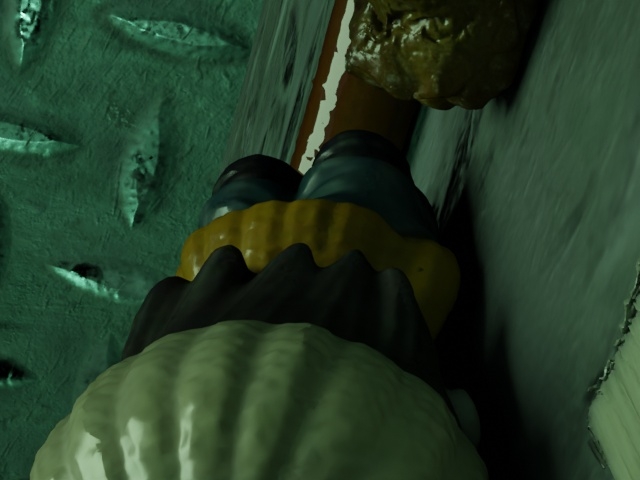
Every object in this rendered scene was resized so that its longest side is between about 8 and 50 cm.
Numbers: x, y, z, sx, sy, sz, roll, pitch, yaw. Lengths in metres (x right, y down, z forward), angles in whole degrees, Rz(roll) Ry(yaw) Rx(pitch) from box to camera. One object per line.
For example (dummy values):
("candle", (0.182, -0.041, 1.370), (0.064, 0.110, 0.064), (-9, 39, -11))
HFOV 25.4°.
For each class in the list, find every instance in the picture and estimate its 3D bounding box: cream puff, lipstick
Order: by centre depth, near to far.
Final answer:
("cream puff", (0.053, -0.120, 0.671), (0.122, 0.094, 0.116), (141, 139, -70))
("lipstick", (0.000, 0.000, 0.905), (0.077, 0.077, 0.419), (-99, 24, -68))

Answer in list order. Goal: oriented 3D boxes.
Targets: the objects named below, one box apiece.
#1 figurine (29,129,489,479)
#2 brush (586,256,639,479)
("figurine", (-0.021, 0.063, 0.595), (0.204, 0.185, 0.332), (61, -159, -45))
("brush", (0.105, 0.087, 0.292), (0.314, 0.017, 0.090), (-96, 18, -64))
